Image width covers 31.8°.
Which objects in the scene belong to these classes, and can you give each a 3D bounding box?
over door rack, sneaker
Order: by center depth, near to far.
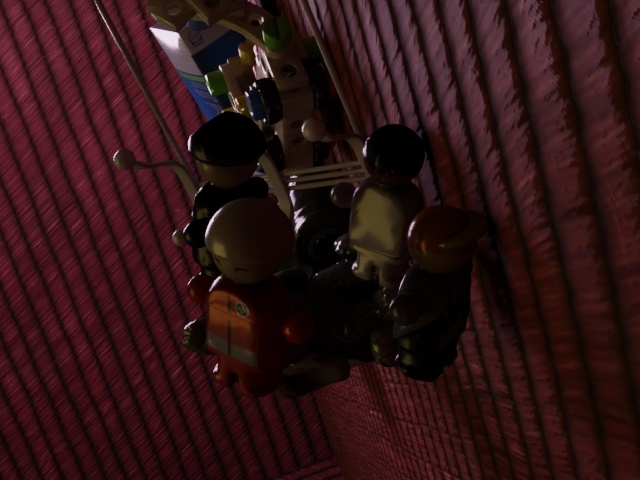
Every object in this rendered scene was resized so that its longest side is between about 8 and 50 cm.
[{"bbox_3d":[-0.095,-0.147,1.068,0.108,0.240,0.324,-47,-55,-53],"label":"over door rack"},{"bbox_3d":[0.000,0.000,1.469,0.286,0.109,0.130,98,159,-58],"label":"sneaker"}]

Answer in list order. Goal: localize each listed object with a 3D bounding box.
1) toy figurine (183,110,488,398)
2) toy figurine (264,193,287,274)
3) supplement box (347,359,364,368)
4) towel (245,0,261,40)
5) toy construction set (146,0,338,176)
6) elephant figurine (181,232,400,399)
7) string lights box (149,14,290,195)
[{"bbox_3d":[0.004,-0.001,0.831,0.213,0.210,0.148,-107,17,-59],"label":"toy figurine"},{"bbox_3d":[-0.058,-0.042,1.594,0.159,0.173,0.130,-98,19,-52],"label":"toy figurine"},{"bbox_3d":[-0.014,0.133,1.889,0.220,0.114,0.111,-125,16,-66],"label":"supplement box"},{"bbox_3d":[-0.147,-0.333,1.496,0.237,0.037,0.329,45,167,48],"label":"towel"},{"bbox_3d":[-0.068,-0.190,1.249,0.327,0.151,0.215,57,-170,-64],"label":"toy construction set"},{"bbox_3d":[-0.027,0.092,1.242,0.169,0.240,0.186,-119,11,-58],"label":"elephant figurine"},{"bbox_3d":[-0.113,-0.189,1.497,0.259,0.077,0.133,58,166,-25],"label":"string lights box"}]
